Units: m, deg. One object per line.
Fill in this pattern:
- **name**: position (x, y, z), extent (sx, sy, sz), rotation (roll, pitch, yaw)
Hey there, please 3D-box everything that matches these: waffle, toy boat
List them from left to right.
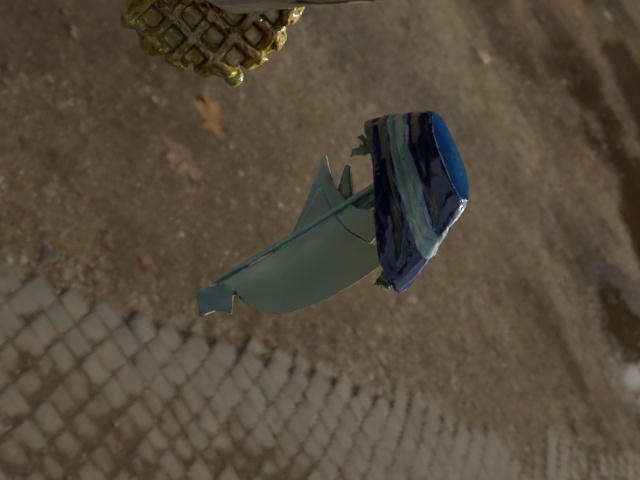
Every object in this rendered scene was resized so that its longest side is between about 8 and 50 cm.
- **waffle**: position (-0.093, -0.235, 1.086), extent (0.191, 0.191, 0.038), rotation (52, 5, -13)
- **toy boat**: position (0.012, -0.025, 1.121), extent (0.070, 0.291, 0.210), rotation (45, 50, -33)

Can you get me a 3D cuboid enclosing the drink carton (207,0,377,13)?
- **drink carton**: position (0.023, -0.182, 0.364), extent (0.132, 0.194, 0.324), rotation (25, -4, -27)
